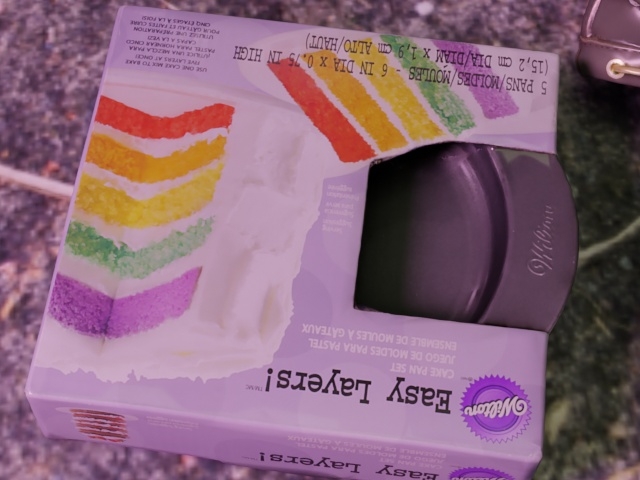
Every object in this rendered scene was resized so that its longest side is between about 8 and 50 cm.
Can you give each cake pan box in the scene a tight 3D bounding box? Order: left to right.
[{"bbox_3d":[0.000,0.000,0.675,0.266,0.070,0.246,8,64,2],"label":"cake pan box"}]

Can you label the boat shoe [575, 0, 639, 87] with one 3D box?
[{"bbox_3d":[0.298,-0.094,0.719,0.305,0.091,0.109,19,21,4],"label":"boat shoe"}]
